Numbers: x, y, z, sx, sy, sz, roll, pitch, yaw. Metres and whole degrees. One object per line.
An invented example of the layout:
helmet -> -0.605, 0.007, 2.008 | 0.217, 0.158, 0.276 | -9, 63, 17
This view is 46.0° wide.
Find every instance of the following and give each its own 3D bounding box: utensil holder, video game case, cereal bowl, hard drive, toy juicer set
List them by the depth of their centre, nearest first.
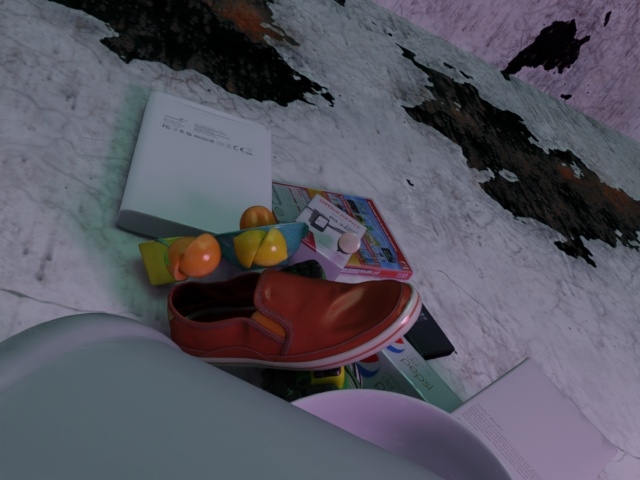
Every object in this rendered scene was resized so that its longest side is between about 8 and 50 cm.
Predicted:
utensil holder -> -0.066, 0.264, 0.506 | 0.385, 0.328, 0.327 | 18, 23, 30
cereal bowl -> 0.041, 0.329, 0.773 | 0.338, 0.141, 0.339 | 0, 48, 0
toy juicer set -> -0.071, -0.008, 1.023 | 0.328, 0.209, 0.090 | -8, 88, -21
hard drive -> -0.194, -0.113, 1.248 | 0.232, 0.047, 0.353 | 16, 36, -16
hard drive -> 0.161, 0.143, 1.289 | 0.094, 0.022, 0.135 | -1, 47, -44
video game case -> 0.022, -0.020, 1.369 | 0.285, 0.025, 0.204 | 7, 42, -36

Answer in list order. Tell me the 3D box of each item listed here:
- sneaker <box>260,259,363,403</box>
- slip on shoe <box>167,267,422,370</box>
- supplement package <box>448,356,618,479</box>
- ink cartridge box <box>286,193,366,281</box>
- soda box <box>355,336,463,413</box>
sneaker -> -0.022, 0.155, 1.043 | 0.344, 0.134, 0.146 | -103, 166, -55
slip on shoe -> -0.043, 0.087, 0.919 | 0.331, 0.101, 0.123 | -5, 36, 19
supplement package -> 0.227, 0.309, 0.993 | 0.177, 0.175, 0.293 | 48, 34, 21
ink cartridge box -> 0.000, 0.000, 1.240 | 0.109, 0.063, 0.150 | 35, 33, -1
soda box -> 0.108, 0.195, 1.125 | 0.216, 0.074, 0.069 | 47, 34, 18
